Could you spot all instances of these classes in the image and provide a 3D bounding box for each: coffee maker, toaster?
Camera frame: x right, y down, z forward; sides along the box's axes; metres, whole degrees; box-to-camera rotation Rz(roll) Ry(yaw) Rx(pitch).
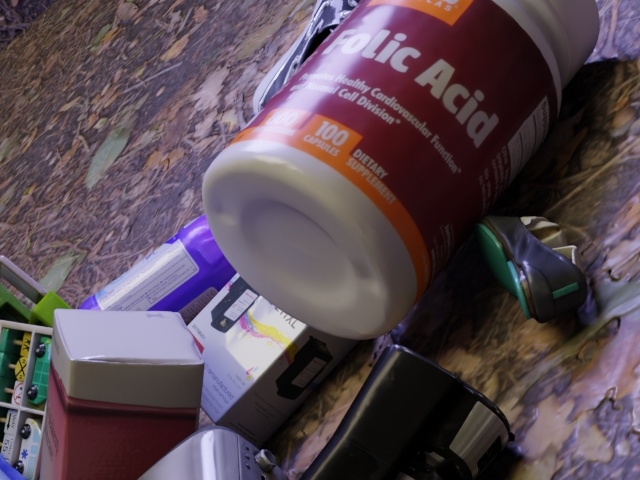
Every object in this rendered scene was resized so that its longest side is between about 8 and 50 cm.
[{"bbox_3d":[0.037,0.173,1.457,0.178,0.171,0.120,-55,6,-22],"label":"coffee maker"},{"bbox_3d":[-0.119,0.281,1.623,0.227,0.129,0.146,-42,25,12],"label":"toaster"}]

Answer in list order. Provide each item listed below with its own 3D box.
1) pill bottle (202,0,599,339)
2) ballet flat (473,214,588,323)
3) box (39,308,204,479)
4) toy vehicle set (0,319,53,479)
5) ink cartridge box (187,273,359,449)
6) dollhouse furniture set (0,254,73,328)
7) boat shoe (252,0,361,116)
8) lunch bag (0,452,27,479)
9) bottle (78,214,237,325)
[{"bbox_3d":[0.087,-0.115,1.745,0.224,0.224,0.392,-14,30,54],"label":"pill bottle"},{"bbox_3d":[0.185,0.019,1.595,0.074,0.074,0.203,-46,16,6],"label":"ballet flat"},{"bbox_3d":[-0.192,0.195,1.757,0.148,0.127,0.232,-130,45,-68],"label":"box"},{"bbox_3d":[-0.304,0.224,1.976,0.166,0.035,0.266,4,82,45],"label":"toy vehicle set"},{"bbox_3d":[-0.053,0.097,1.830,0.175,0.072,0.127,-48,44,2],"label":"ink cartridge box"},{"bbox_3d":[-0.434,0.172,2.169,0.301,0.151,0.197,-49,0,-19],"label":"dollhouse furniture set"},{"bbox_3d":[0.029,-0.253,2.277,0.301,0.108,0.102,-53,22,-6],"label":"boat shoe"},{"bbox_3d":[-0.434,0.322,1.770,0.328,0.239,0.385,-60,25,-4],"label":"lunch bag"},{"bbox_3d":[-0.140,0.032,2.097,0.283,0.092,0.118,-37,-4,2],"label":"bottle"}]
